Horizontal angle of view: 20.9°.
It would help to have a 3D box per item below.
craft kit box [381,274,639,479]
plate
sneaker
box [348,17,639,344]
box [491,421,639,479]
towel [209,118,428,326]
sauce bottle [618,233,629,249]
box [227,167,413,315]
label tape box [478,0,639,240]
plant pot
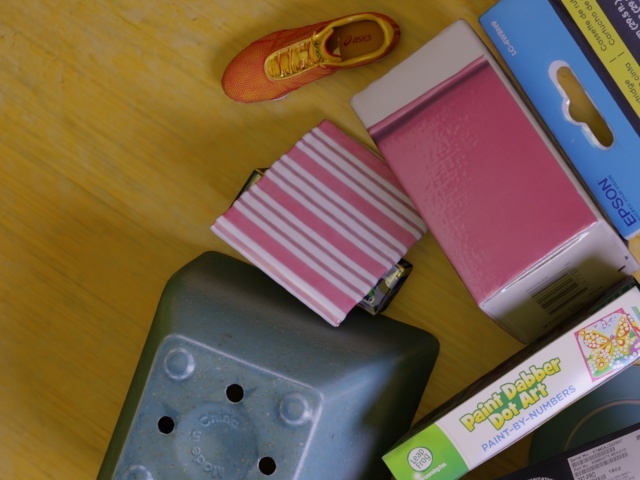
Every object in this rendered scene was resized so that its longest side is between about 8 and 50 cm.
[{"bbox_3d":[0.180,0.122,1.474,0.246,0.250,0.061,-38,85,7],"label":"craft kit box"},{"bbox_3d":[0.282,0.207,1.570,0.188,0.024,0.188,0,90,11],"label":"plate"},{"bbox_3d":[-0.013,-0.175,1.600,0.175,0.067,0.064,-20,88,12],"label":"sneaker"},{"bbox_3d":[0.150,-0.048,1.494,0.127,0.148,0.232,-36,63,9],"label":"box"},{"bbox_3d":[0.169,0.328,1.455,0.395,0.318,0.097,-24,42,10],"label":"box"},{"bbox_3d":[0.008,-0.017,1.550,0.144,0.197,0.029,38,138,8],"label":"towel"},{"bbox_3d":[0.215,0.009,1.571,0.128,0.042,0.042,0,90,12],"label":"sauce bottle"},{"bbox_3d":[0.000,0.000,1.601,0.169,0.059,0.054,35,98,8],"label":"box"},{"bbox_3d":[0.346,-0.195,1.496,0.347,0.115,0.249,-36,84,34],"label":"label tape box"},{"bbox_3d":[-0.064,0.165,1.518,0.248,0.252,0.247,21,95,10],"label":"plant pot"}]
